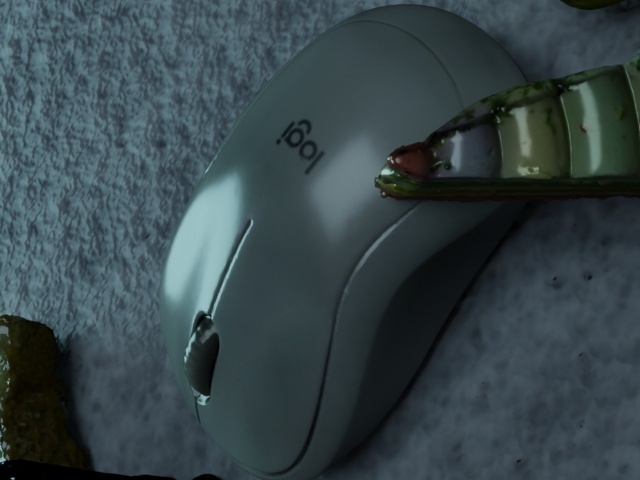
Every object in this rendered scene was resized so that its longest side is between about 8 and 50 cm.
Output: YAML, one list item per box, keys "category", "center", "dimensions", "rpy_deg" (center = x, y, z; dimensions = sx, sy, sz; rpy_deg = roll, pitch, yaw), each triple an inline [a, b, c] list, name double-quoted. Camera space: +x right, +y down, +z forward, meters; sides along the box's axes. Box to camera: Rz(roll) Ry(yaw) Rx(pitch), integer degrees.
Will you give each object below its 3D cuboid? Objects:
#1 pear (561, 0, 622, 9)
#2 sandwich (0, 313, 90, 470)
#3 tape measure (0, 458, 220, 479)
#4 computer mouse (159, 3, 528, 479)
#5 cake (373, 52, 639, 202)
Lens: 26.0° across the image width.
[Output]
- category: "pear"
  center: [0.160, -0.184, 0.722]
  dimensions: [0.131, 0.107, 0.107]
  rpy_deg: [-50, 55, 4]
- category: "sandwich"
  center: [-0.250, 0.208, 0.958]
  dimensions: [0.226, 0.087, 0.251]
  rpy_deg: [-31, 63, 30]
- category: "tape measure"
  center: [-0.128, 0.234, 0.788]
  dimensions: [0.135, 0.202, 0.223]
  rpy_deg: [-17, 66, 37]
- category: "computer mouse"
  center: [0.000, 0.000, 0.793]
  dimensions: [0.297, 0.121, 0.184]
  rpy_deg: [-50, 57, 17]
- category: "cake"
  center: [0.140, -0.040, 0.653]
  dimensions: [0.225, 0.109, 0.090]
  rpy_deg: [-19, 87, 2]
